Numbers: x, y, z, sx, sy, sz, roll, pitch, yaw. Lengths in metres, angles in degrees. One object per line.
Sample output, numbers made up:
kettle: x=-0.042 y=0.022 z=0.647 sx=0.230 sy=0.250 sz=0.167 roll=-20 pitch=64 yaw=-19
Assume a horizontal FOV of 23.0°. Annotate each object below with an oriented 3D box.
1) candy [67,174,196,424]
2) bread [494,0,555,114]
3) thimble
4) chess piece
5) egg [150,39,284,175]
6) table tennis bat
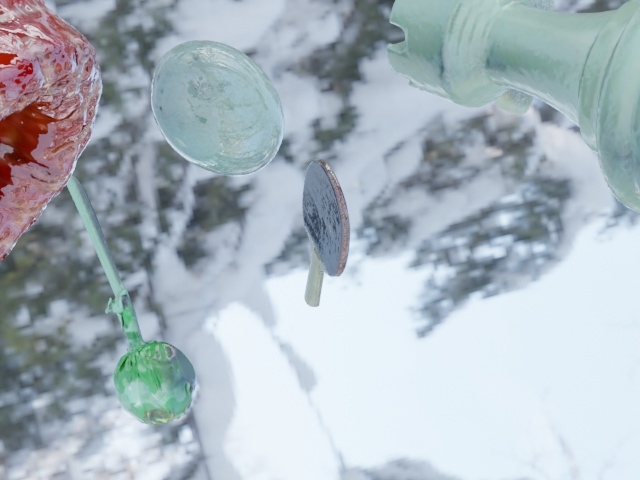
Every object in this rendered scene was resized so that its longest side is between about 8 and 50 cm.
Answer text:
candy: x=-0.242 y=0.069 z=1.888 sx=0.323 sy=0.097 sz=0.097 roll=67 pitch=-23 yaw=9
bread: x=0.280 y=-0.279 z=2.271 sx=0.036 sy=0.112 sz=0.192 roll=24 pitch=-74 yaw=48
thimble: x=-0.357 y=-0.094 z=1.333 sx=0.231 sy=0.350 sz=0.350 roll=39 pitch=-31 yaw=8
chess piece: x=0.200 y=-0.145 z=1.267 sx=0.299 sy=0.195 sz=0.194 roll=23 pitch=-54 yaw=38
egg: x=-0.146 y=-0.186 z=2.222 sx=0.236 sy=0.169 sz=0.169 roll=41 pitch=10 yaw=-46
table tennis bat: x=0.000 y=0.000 z=1.315 sx=0.156 sy=0.013 sz=0.087 roll=99 pitch=-29 yaw=-48
